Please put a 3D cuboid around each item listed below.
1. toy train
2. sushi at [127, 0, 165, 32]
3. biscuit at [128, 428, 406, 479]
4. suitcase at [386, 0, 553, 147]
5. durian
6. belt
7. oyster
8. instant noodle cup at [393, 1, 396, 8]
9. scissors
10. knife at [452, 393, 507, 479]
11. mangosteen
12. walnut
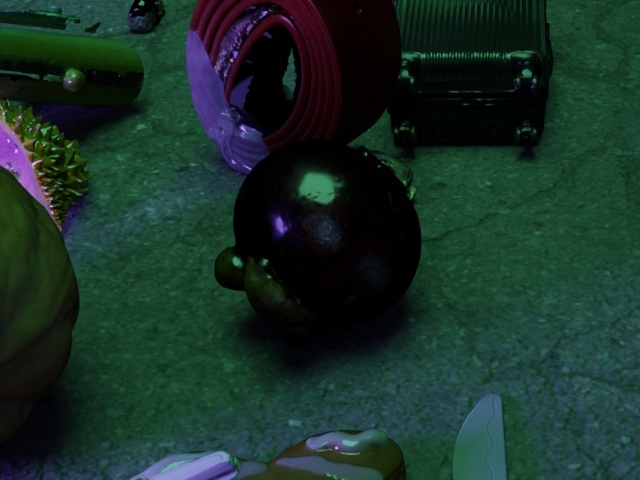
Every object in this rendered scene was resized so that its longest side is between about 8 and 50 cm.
[{"bbox_3d":[-0.359,-0.232,1.900,0.189,0.126,0.307,8,6,38],"label":"toy train"},{"bbox_3d":[-0.247,-0.328,2.176,0.044,0.046,0.083,4,36,14],"label":"sushi"},{"bbox_3d":[-0.010,0.295,1.216,0.283,0.064,0.432,-8,34,-4],"label":"biscuit"},{"bbox_3d":[0.183,-0.230,1.900,0.202,0.128,0.312,0,34,8],"label":"suitcase"},{"bbox_3d":[-0.356,-0.088,1.793,0.132,0.165,0.182,-61,24,-15],"label":"durian"},{"bbox_3d":[-0.036,-0.195,1.748,0.227,0.324,0.115,43,54,15],"label":"belt"},{"bbox_3d":[0.057,-0.060,1.738,0.108,0.053,0.166,24,42,24],"label":"oyster"},{"bbox_3d":[0.174,-0.408,2.118,0.207,0.207,0.232,-3,28,3],"label":"instant noodle cup"},{"bbox_3d":[-0.156,0.224,1.297,0.204,0.027,0.101,-26,35,20],"label":"scissors"},{"bbox_3d":[0.145,0.208,1.359,0.058,0.032,0.244,-12,29,5],"label":"knife"},{"bbox_3d":[0.000,0.000,1.545,0.210,0.210,0.210,-4,34,3],"label":"mangosteen"},{"bbox_3d":[-0.387,0.049,1.440,0.306,0.306,0.344,-19,30,-19],"label":"walnut"}]
